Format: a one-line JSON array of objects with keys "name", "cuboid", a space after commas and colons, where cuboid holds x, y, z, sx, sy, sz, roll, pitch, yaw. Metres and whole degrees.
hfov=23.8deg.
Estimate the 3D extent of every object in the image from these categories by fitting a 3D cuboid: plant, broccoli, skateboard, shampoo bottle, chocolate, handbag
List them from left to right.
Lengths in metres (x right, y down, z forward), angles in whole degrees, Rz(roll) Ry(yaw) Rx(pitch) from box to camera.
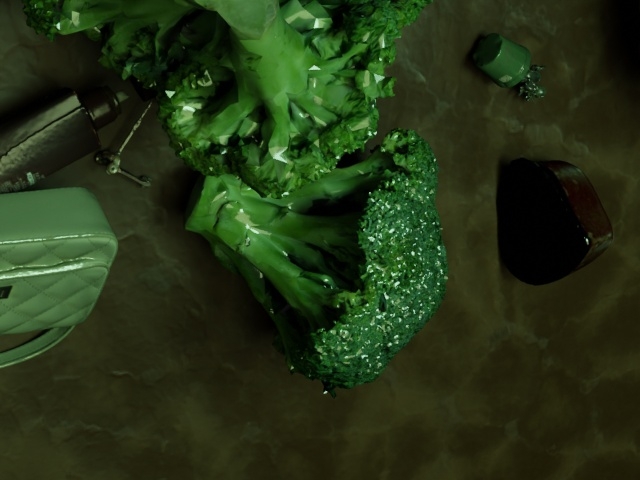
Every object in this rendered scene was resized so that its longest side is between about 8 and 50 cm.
[{"name": "handbag", "cuboid": [-0.314, 0.057, 1.363, 0.256, 0.079, 0.219, -8, 139, -32]}, {"name": "shampoo bottle", "cuboid": [-0.255, -0.091, 1.369, 0.236, 0.068, 0.067, -31, 123, -14]}, {"name": "skateboard", "cuboid": [-0.167, -0.094, 1.443, 0.064, 0.032, 0.083, 27, 97, -44]}, {"name": "broccoli", "cuboid": [-0.077, -0.256, 1.274, 0.310, 0.321, 0.413, -13, 116, -56]}, {"name": "broccoli", "cuboid": [0.000, 0.000, 1.475, 0.269, 0.254, 0.269, 3, 77, -11]}, {"name": "plant", "cuboid": [0.208, -0.179, 1.602, 0.102, 0.051, 0.051, 28, 94, -38]}, {"name": "chocolate", "cuboid": [0.265, -0.027, 1.661, 0.080, 0.125, 0.149, -22, 115, -39]}]
